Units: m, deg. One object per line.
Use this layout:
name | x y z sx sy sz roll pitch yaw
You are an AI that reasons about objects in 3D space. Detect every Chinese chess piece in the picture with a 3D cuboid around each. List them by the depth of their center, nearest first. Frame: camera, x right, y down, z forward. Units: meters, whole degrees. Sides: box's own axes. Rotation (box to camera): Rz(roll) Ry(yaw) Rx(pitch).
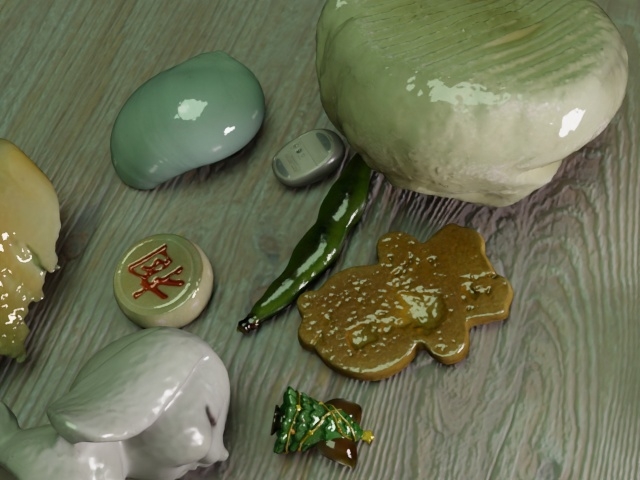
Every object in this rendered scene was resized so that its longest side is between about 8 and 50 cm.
Chinese chess piece | -0.190 0.050 1.339 0.122 0.051 0.122 -4 60 7

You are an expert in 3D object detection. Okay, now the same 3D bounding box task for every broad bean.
broad bean | 0.001 0.000 1.338 0.060 0.043 0.297 22 67 31

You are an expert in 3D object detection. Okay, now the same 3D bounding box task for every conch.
conch | -0.182 -0.162 1.435 0.221 0.121 0.185 -28 30 -1

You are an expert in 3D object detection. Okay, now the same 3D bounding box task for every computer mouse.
computer mouse | -0.013 -0.102 1.401 0.096 0.039 0.066 -32 59 1

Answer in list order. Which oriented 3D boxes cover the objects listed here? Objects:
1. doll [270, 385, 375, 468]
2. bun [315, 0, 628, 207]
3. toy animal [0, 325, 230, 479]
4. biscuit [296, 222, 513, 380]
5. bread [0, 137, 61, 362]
doll | 0.001 0.198 1.206 0.113 0.076 0.078 1 52 10
bun | 0.173 -0.180 1.308 0.365 0.219 0.365 1 44 0
toy animal | -0.213 0.196 1.168 0.265 0.271 0.206 -41 87 -27
biscuit | 0.094 0.077 1.281 0.249 0.035 0.184 -26 59 -4
bread | -0.497 0.033 1.293 0.329 0.245 0.424 19 62 19
